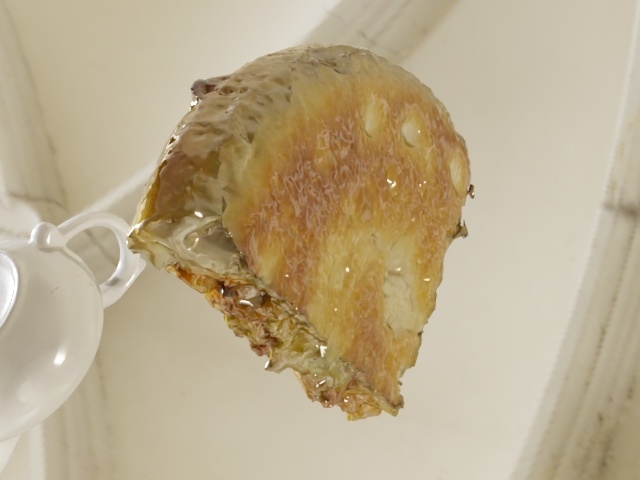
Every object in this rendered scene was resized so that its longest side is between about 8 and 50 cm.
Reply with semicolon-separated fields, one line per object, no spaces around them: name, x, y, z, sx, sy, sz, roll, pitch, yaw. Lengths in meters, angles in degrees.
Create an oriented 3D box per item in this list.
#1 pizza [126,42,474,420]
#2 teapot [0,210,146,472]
pizza;0.000;0.000;0.799;0.086;0.335;0.226;-1;-79;28
teapot;-0.283;0.090;1.298;0.298;0.139;0.204;-52;-139;-11
